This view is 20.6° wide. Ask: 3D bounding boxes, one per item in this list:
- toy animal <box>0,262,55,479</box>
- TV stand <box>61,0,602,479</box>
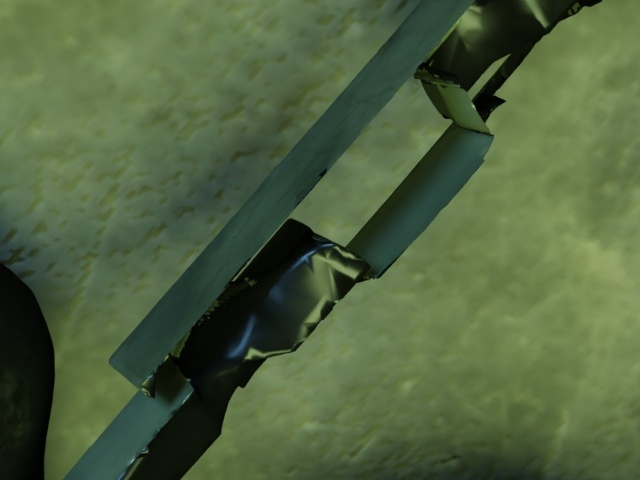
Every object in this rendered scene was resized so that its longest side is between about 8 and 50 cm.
[{"bbox_3d":[-0.140,0.136,0.583,0.168,0.106,0.343,-21,131,-9],"label":"toy animal"},{"bbox_3d":[0.000,0.000,0.507,0.249,0.036,0.042,-49,115,-8],"label":"TV stand"}]
